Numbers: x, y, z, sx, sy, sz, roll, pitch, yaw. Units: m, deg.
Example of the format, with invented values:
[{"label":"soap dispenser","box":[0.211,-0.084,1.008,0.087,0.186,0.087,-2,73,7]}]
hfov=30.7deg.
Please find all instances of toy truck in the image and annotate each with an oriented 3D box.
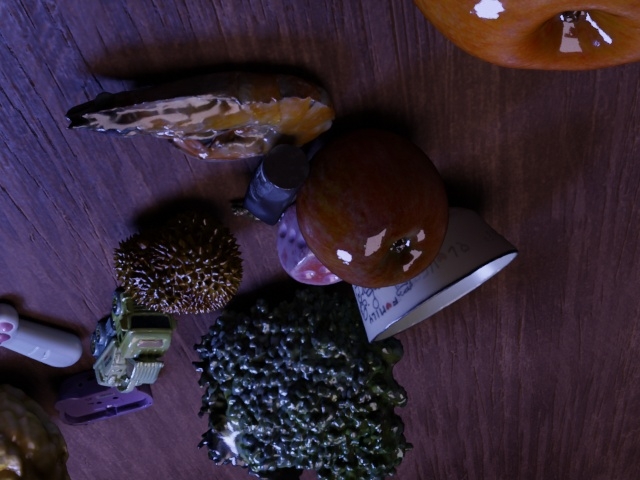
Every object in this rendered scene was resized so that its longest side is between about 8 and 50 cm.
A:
[{"label":"toy truck","box":[-0.274,0.159,1.700,0.085,0.116,0.191,3,146,-27]}]

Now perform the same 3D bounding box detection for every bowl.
[{"label":"bowl","box":[0.141,0.031,1.602,0.238,0.126,0.238,-29,168,-7]}]

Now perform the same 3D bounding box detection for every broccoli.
[{"label":"broccoli","box":[-0.027,0.241,1.765,0.334,0.324,0.272,-7,161,12]}]

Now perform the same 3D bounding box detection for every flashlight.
[{"label":"flashlight","box":[-0.427,0.143,1.684,0.093,0.047,0.200,-30,145,25]}]

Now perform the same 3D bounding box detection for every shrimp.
[{"label":"shrimp","box":[-0.135,-0.132,1.335,0.317,0.062,0.164,-5,150,-20]}]

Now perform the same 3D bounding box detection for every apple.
[{"label":"apple","box":[0.066,-0.037,1.432,0.188,0.174,0.188,-15,134,-16]},{"label":"apple","box":[0.208,-0.282,1.022,0.299,0.275,0.299,-9,155,-4]}]

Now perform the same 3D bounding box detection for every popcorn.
[{"label":"popcorn","box":[-0.489,0.383,1.785,0.225,0.332,0.265,-21,142,-40]}]

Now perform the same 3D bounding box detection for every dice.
[{"label":"dice","box":[0.000,0.000,1.567,0.094,0.093,0.091,9,142,-34]}]

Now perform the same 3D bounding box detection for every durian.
[{"label":"durian","box":[-0.176,0.033,1.524,0.158,0.137,0.168,-14,147,44]}]

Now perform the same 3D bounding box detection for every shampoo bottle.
[{"label":"shampoo bottle","box":[-0.065,-0.062,1.441,0.063,0.057,0.208,23,161,-7]}]

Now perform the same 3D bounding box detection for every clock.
[{"label":"clock","box":[-0.352,0.243,1.870,0.152,0.050,0.110,-16,149,3]}]
